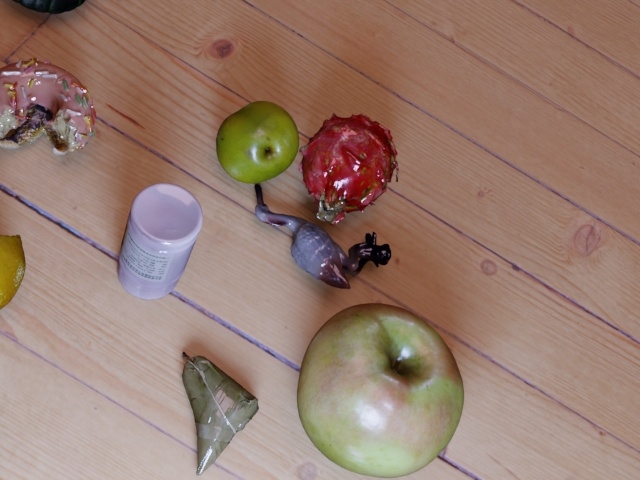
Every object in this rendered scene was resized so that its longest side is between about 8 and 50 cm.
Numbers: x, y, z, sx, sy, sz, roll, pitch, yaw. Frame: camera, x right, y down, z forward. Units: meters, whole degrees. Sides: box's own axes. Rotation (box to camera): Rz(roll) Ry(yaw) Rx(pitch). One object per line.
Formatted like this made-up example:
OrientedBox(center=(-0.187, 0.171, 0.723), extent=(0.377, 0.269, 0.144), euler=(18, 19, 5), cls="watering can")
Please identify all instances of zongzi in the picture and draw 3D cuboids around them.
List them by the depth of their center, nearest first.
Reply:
OrientedBox(center=(-0.233, 0.311, 1.807), extent=(0.189, 0.081, 0.178), euler=(37, 68, 10), cls="zongzi")

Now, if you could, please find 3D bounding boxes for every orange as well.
OrientedBox(center=(-0.644, 0.065, 1.732), extent=(0.237, 0.179, 0.158), euler=(0, 60, -20), cls="orange")

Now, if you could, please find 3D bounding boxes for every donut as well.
OrientedBox(center=(-0.559, -0.274, 1.930), extent=(0.233, 0.085, 0.199), euler=(1, 59, -18), cls="donut")

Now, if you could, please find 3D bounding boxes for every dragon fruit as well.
OrientedBox(center=(0.050, -0.152, 2.071), extent=(0.205, 0.210, 0.268), euler=(6, 53, 27), cls="dragon fruit")

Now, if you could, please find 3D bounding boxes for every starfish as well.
OrientedBox(center=(-0.580, -0.256, 1.998), extent=(0.216, 0.071, 0.238), euler=(-32, 67, -24), cls="starfish")

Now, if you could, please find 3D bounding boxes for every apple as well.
OrientedBox(center=(0.103, 0.284, 1.819), extent=(0.319, 0.277, 0.319), euler=(15, 52, -20), cls="apple")

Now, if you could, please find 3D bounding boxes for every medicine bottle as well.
OrientedBox(center=(-0.305, 0.006, 1.837), extent=(0.133, 0.249, 0.133), euler=(7, 61, -14), cls="medicine bottle")

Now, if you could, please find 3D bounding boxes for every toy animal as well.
OrientedBox(center=(-0.017, 0.006, 2.031), extent=(0.324, 0.090, 0.195), euler=(23, 34, 0), cls="toy animal")

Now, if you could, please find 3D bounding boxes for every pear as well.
OrientedBox(center=(-0.145, -0.216, 2.074), extent=(0.180, 0.166, 0.216), euler=(-43, 38, -4), cls="pear")

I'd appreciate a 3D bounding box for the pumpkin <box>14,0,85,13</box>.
OrientedBox(center=(-0.588, -0.614, 2.102), extent=(0.250, 0.216, 0.249), euler=(1, 87, -29), cls="pumpkin")
